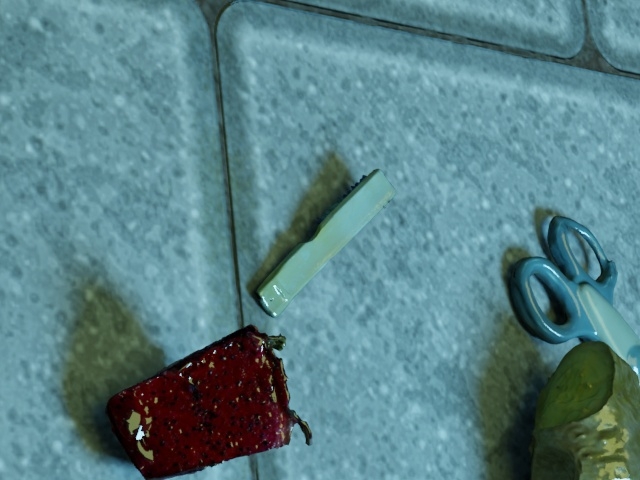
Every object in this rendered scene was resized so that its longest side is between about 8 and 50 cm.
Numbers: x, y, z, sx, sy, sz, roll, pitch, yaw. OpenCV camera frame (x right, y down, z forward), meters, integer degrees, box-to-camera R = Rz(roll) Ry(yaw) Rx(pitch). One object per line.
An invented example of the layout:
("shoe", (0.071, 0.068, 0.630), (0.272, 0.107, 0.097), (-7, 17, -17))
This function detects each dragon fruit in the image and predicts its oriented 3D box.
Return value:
("dragon fruit", (-0.085, 0.131, 1.469), (0.147, 0.096, 0.102), (-18, 82, -1))

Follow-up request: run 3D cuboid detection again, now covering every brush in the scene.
("brush", (0.000, 0.000, 1.635), (0.178, 0.030, 0.033), (-45, 122, -30))

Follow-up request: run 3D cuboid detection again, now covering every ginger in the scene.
("ginger", (0.297, 0.233, 1.749), (0.270, 0.123, 0.219), (38, 51, -26))

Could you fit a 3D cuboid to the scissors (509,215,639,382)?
("scissors", (0.291, 0.111, 1.843), (0.289, 0.041, 0.138), (51, 50, -11))
